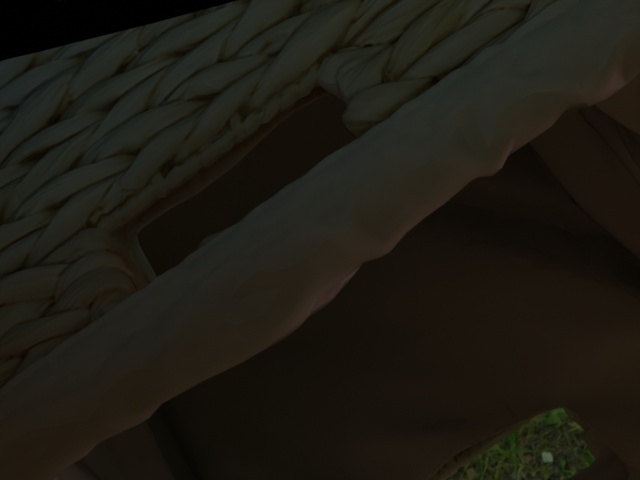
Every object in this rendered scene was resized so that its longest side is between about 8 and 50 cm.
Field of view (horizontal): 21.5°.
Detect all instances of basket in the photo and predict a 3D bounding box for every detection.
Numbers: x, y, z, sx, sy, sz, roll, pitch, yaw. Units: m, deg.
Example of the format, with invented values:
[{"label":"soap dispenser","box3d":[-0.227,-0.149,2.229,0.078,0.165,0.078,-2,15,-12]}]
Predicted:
[{"label":"basket","box3d":[0.000,0.000,0.711,0.266,0.328,0.331,58,5,37]}]

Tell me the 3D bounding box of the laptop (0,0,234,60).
[{"label":"laptop","box3d":[-0.151,-0.252,0.463,0.236,0.407,0.382,-58,133,-59]}]
